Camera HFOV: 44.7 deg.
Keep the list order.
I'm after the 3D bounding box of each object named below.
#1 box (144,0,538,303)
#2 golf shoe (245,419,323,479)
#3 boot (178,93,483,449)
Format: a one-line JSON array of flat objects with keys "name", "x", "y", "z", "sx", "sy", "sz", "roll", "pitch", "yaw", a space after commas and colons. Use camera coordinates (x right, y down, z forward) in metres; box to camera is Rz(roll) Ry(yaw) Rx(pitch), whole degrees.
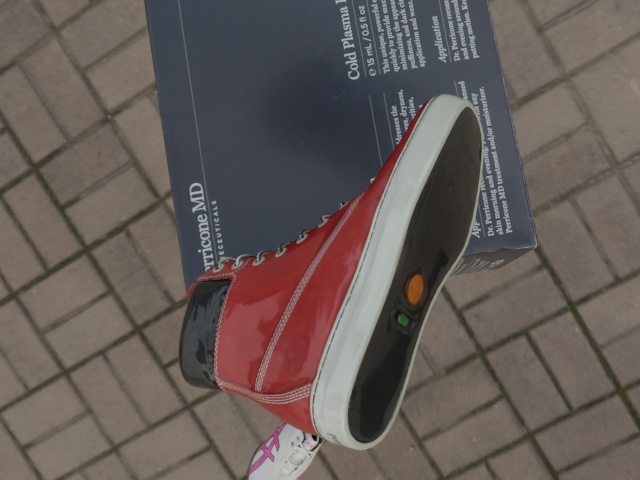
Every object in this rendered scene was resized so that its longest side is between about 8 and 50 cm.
[{"name": "box", "x": 0.012, "y": -0.122, "z": 0.775, "sx": 0.312, "sy": 0.179, "sz": 0.344, "roll": -9, "pitch": 82, "yaw": 0}, {"name": "golf shoe", "x": -0.042, "y": 0.286, "z": 1.069, "sx": 0.067, "sy": 0.086, "sz": 0.186, "roll": 36, "pitch": 62, "yaw": -14}, {"name": "boot", "x": 0.000, "y": 0.000, "z": 0.531, "sx": 0.176, "sy": 0.088, "sz": 0.244, "roll": 12, "pitch": 67, "yaw": 38}]
